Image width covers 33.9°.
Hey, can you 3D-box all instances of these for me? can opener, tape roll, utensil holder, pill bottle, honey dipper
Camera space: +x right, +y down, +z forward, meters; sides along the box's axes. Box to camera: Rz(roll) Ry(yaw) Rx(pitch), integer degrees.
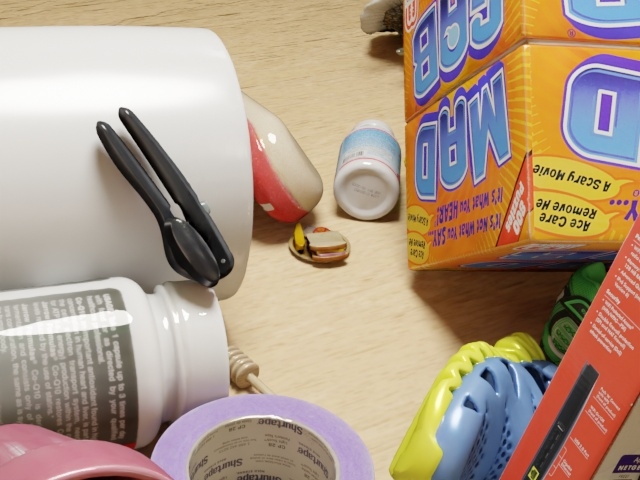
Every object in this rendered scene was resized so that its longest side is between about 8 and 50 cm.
[{"bbox_3d":[-0.139,-0.041,0.964,0.059,0.073,0.186,-30,89,-27],"label":"can opener"},{"bbox_3d":[-0.050,0.220,0.890,0.189,0.080,0.189,4,32,-2],"label":"tape roll"},{"bbox_3d":[-0.296,-0.062,1.098,0.385,0.328,0.327,-5,33,-21],"label":"utensil holder"},{"bbox_3d":[-0.235,0.119,0.949,0.283,0.161,0.161,-6,33,-20],"label":"pill bottle"},{"bbox_3d":[0.066,-0.102,1.423,0.087,0.087,0.160,6,32,3],"label":"pill bottle"},{"bbox_3d":[-0.044,0.159,1.042,0.030,0.030,0.160,-22,44,-36],"label":"honey dipper"}]

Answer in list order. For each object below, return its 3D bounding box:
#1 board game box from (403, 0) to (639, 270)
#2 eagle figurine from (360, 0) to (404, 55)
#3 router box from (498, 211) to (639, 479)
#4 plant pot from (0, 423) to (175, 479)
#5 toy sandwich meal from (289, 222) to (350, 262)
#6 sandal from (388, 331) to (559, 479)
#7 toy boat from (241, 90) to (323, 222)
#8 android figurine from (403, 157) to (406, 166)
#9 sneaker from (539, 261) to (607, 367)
[{"bbox_3d":[0.310,-0.155,1.122,0.356,0.356,0.356,0,-6,-12],"label":"board game box"},{"bbox_3d":[0.189,-0.387,1.821,0.226,0.225,0.298,-3,42,7],"label":"eagle figurine"},{"bbox_3d":[0.337,0.121,0.817,0.335,0.301,0.082,7,28,-27],"label":"router box"},{"bbox_3d":[-0.205,0.226,0.771,0.201,0.201,0.180,-16,22,-30],"label":"plant pot"},{"bbox_3d":[0.000,0.000,1.302,0.085,0.029,0.085,3,31,-2],"label":"toy sandwich meal"},{"bbox_3d":[0.171,0.163,0.923,0.138,0.126,0.317,35,22,22],"label":"sandal"},{"bbox_3d":[-0.104,-0.090,1.359,0.151,0.151,0.231,-41,37,-6],"label":"toy boat"},{"bbox_3d":[0.244,-0.074,1.430,0.273,0.056,0.248,26,38,27],"label":"android figurine"},{"bbox_3d":[0.395,0.120,1.049,0.343,0.146,0.134,13,33,13],"label":"sneaker"}]
